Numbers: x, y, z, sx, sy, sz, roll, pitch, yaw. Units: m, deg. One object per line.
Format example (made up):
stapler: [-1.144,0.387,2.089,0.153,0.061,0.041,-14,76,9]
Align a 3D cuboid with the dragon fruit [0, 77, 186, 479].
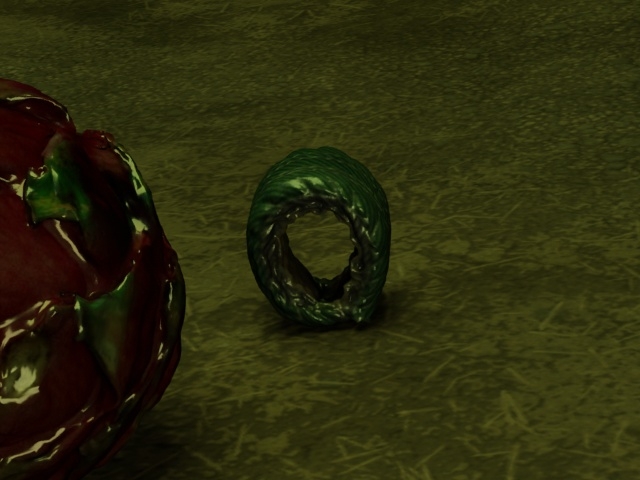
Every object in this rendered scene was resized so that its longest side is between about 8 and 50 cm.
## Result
dragon fruit: [-0.247,0.041,1.266,0.329,0.329,0.329,-7,21,3]

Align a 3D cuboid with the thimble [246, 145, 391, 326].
thimble: [-0.002,-0.002,1.509,0.118,0.135,0.090,-1,22,6]
